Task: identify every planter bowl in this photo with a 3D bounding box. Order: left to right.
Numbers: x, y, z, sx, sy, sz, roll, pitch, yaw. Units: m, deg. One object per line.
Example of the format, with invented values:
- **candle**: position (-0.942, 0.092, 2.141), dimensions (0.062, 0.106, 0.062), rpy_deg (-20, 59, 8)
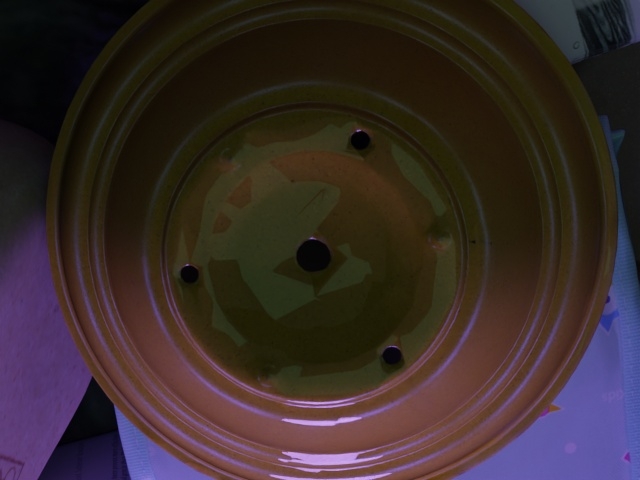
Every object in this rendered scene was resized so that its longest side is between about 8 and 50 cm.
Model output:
- **planter bowl**: position (0.000, 0.000, 0.528), dimensions (0.217, 0.090, 0.217), rpy_deg (0, 97, 4)

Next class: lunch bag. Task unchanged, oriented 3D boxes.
- **lunch bag**: position (0.034, 0.072, 0.661), dimensions (0.223, 0.160, 0.262), rpy_deg (-8, 121, 8)

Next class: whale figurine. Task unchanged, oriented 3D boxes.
- **whale figurine**: position (-0.191, 0.074, 0.613), dimensions (0.141, 0.216, 0.272), rpy_deg (16, 81, 13)

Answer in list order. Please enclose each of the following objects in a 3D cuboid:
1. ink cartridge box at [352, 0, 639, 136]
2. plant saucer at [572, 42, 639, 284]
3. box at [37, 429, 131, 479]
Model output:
- **ink cartridge box**: position (0.068, -0.160, 0.604), dimensions (0.237, 0.100, 0.172), rpy_deg (-19, 115, 2)
- **plant saucer**: position (0.173, -0.048, 0.710), dimensions (0.168, 0.029, 0.168), rpy_deg (-3, 114, -6)
- **box**: position (-0.139, 0.176, 0.746), dimensions (0.137, 0.072, 0.126), rpy_deg (-15, 115, 0)
